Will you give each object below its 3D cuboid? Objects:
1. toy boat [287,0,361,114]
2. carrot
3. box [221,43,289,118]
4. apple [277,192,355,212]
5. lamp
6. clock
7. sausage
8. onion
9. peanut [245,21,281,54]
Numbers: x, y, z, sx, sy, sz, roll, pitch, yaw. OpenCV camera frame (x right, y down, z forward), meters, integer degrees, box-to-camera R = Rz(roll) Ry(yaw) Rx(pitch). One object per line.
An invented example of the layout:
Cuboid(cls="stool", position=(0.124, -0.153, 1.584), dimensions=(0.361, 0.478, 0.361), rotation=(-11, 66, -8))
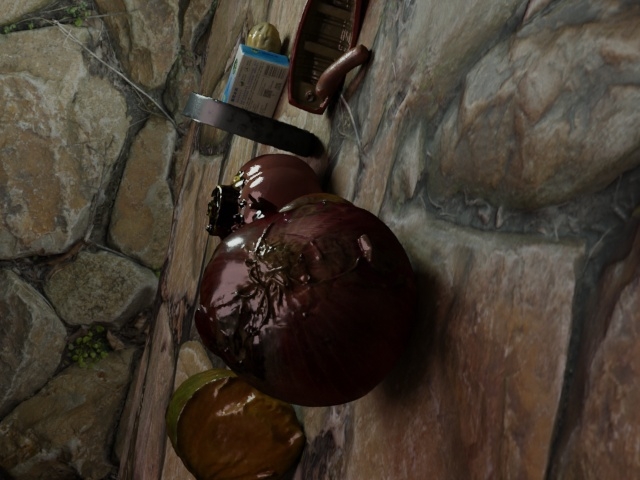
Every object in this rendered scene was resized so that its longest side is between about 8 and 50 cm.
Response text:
Cuboid(cls="toy boat", position=(0.024, -0.471, 1.879), dimensions=(0.079, 0.136, 0.392), rotation=(-42, -29, -69))
Cuboid(cls="carrot", position=(-0.198, 0.398, 1.829), dimensions=(0.341, 0.242, 0.241), rotation=(174, 106, -70))
Cuboid(cls="box", position=(-0.179, -0.418, 2.345), dimensions=(0.073, 0.139, 0.194), rotation=(-106, 34, -52))
Cuboid(cls="apple", position=(0.000, 0.000, 1.600), dimensions=(0.195, 0.160, 0.173), rotation=(9, 112, 30))
Cuboid(cls="lamp", position=(-0.122, -0.044, 1.843), dimensions=(0.305, 0.240, 0.305), rotation=(-168, 90, -69))
Cuboid(cls="clock", position=(-0.165, -0.268, 1.985), dimensions=(0.061, 0.313, 0.312), rotation=(-71, 21, 7))
Cuboid(cls="sausage", position=(0.042, -0.357, 1.822), dimensions=(0.177, 0.047, 0.040), rotation=(-34, 24, 47))
Cuboid(cls="onion", position=(-0.021, 0.088, 1.366), dimensions=(0.354, 0.354, 0.353), rotation=(-169, 90, -70))
Cuboid(cls="peanut", position=(-0.172, -0.483, 2.418), dimensions=(0.101, 0.117, 0.263), rotation=(29, 116, 27))
